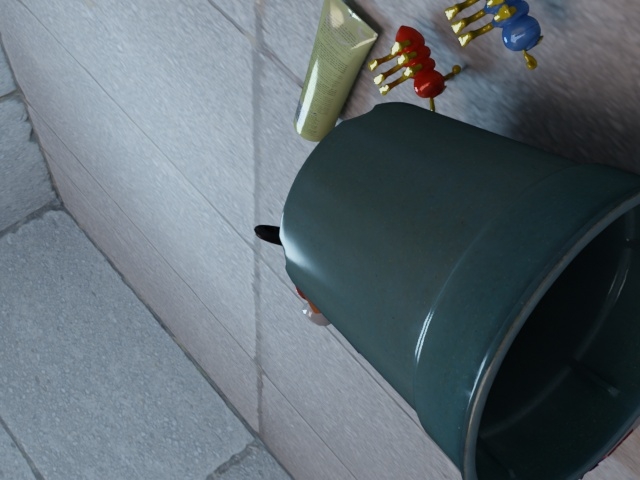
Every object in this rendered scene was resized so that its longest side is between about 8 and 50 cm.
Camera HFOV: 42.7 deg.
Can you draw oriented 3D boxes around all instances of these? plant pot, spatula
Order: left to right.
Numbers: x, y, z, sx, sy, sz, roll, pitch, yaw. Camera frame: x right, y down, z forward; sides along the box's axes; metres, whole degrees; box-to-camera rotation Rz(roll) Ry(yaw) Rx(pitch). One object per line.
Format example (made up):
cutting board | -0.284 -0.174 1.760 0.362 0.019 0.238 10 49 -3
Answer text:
spatula | 0.041 0.006 1.128 0.030 0.296 0.084 -66 35 29
plant pot | 0.153 0.030 0.833 0.334 0.341 0.341 37 152 42

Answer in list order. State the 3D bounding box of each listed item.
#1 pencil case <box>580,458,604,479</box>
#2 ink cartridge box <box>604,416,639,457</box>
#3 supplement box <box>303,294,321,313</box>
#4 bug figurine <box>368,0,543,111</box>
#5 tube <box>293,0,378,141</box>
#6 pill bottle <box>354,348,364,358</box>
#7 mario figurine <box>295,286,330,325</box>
pencil case | 0.330 0.268 1.163 0.152 0.064 0.070 36 140 38
ink cartridge box | 0.341 0.231 1.042 0.056 0.099 0.135 51 157 7
supplement box | 0.073 0.000 1.069 0.078 0.233 0.080 57 152 -9
bug figurine | 0.119 -0.250 0.837 0.216 0.072 0.279 64 161 -6
tube | 0.016 -0.225 1.107 0.070 0.062 0.240 10 149 -7
pill bottle | 0.086 0.150 1.440 0.169 0.094 0.094 48 157 15
mario figurine | 0.000 0.000 1.283 0.170 0.198 0.320 30 146 21
